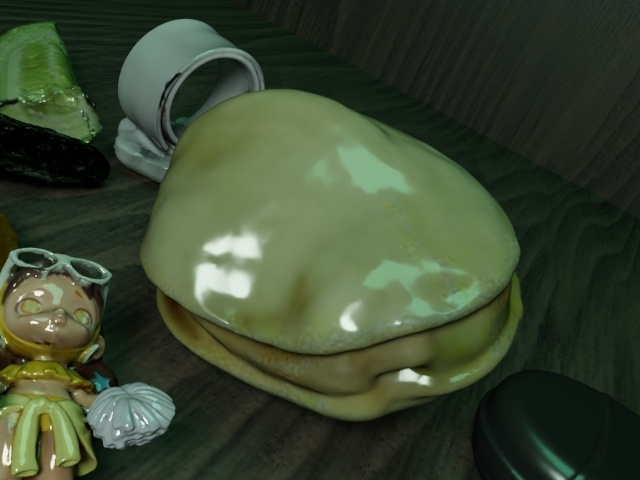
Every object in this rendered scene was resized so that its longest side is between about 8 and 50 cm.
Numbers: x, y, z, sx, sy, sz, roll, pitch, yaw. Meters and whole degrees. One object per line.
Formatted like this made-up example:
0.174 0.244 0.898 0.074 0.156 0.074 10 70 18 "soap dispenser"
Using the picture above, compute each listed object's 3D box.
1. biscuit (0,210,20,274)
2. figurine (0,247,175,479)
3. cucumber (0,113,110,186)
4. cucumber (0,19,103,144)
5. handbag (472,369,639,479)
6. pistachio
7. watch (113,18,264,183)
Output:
-0.449 -0.007 0.599 0.367 0.063 0.314 13 23 -27 "biscuit"
-0.207 0.116 0.520 0.175 0.115 0.240 13 34 -26 "figurine"
-0.369 -0.111 0.828 0.303 0.072 0.081 16 24 -49 "cucumber"
-0.407 -0.224 1.026 0.145 0.105 0.325 -14 38 -16 "cucumber"
0.309 0.254 0.761 0.308 0.093 0.254 32 26 15 "handbag"
0.000 0.000 0.751 0.365 0.281 0.445 -23 40 -24 "pistachio"
-0.165 -0.192 1.045 0.248 0.217 0.211 -7 40 -49 "watch"
